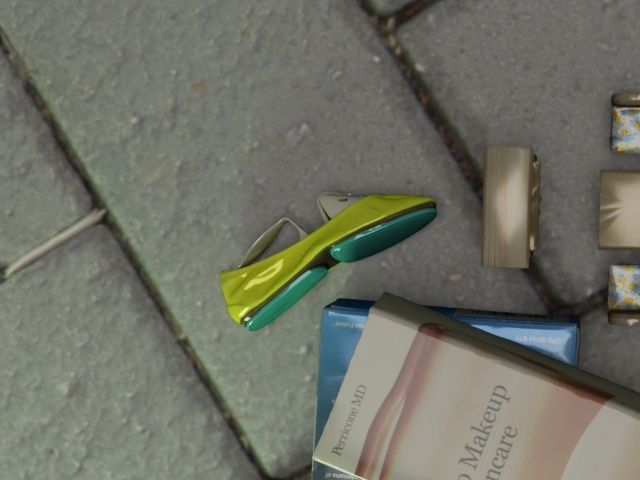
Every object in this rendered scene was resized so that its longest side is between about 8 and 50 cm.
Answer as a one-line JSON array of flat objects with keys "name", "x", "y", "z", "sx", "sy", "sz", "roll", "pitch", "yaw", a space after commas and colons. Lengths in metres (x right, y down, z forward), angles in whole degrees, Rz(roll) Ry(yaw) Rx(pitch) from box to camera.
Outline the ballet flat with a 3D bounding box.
[{"name": "ballet flat", "x": 0.000, "y": 0.000, "z": 1.642, "sx": 0.231, "sy": 0.077, "sz": 0.077, "roll": -33, "pitch": 71, "yaw": 10}]

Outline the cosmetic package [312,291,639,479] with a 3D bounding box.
[{"name": "cosmetic package", "x": 0.160, "y": 0.171, "z": 1.486, "sx": 0.296, "sy": 0.129, "sz": 0.153, "roll": 20, "pitch": 96, "yaw": 6}]

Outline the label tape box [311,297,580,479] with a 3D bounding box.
[{"name": "label tape box", "x": 0.114, "y": 0.231, "z": 1.613, "sx": 0.240, "sy": 0.106, "sz": 0.334, "roll": 4, "pitch": 93, "yaw": 8}]

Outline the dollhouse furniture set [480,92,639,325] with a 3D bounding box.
[{"name": "dollhouse furniture set", "x": 0.272, "y": -0.028, "z": 1.551, "sx": 0.242, "sy": 0.161, "sz": 0.212, "roll": 2, "pitch": 92, "yaw": 9}]
